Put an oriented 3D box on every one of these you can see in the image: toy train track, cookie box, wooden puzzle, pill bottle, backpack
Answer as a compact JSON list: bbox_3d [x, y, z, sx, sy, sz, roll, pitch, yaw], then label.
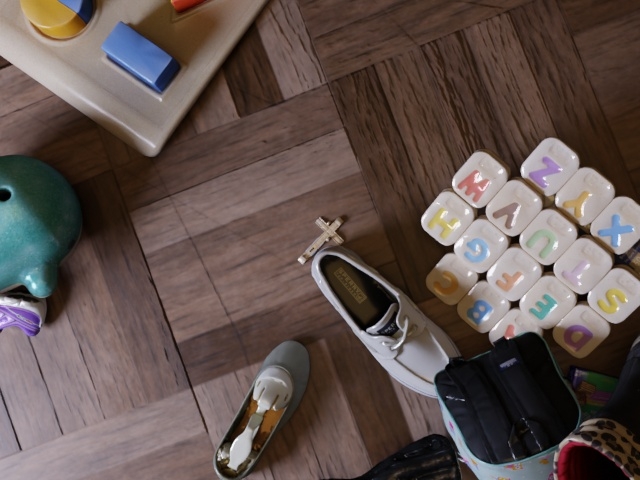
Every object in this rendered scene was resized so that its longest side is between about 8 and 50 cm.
[{"bbox_3d":[0.000,0.000,1.340,0.048,0.014,0.083,44,94,6],"label":"toy train track"},{"bbox_3d":[0.366,0.230,1.278,0.092,0.040,0.107,14,90,6],"label":"cookie box"},{"bbox_3d":[-0.269,-0.342,1.349,0.322,0.080,0.347,35,92,6],"label":"wooden puzzle"},{"bbox_3d":[0.359,-0.015,1.260,0.169,0.094,0.094,37,92,6],"label":"pill bottle"},{"bbox_3d":[0.245,0.231,1.204,0.166,0.188,0.144,-21,120,-2],"label":"backpack"}]

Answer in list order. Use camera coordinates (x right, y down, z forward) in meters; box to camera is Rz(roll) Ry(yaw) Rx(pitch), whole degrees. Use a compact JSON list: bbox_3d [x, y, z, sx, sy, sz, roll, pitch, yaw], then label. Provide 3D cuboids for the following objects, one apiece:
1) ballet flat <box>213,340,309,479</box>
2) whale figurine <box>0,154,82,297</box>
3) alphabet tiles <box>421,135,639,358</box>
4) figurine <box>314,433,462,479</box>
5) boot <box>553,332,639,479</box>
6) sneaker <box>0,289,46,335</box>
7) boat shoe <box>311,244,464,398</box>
[{"bbox_3d":[-0.078,0.237,1.313,0.072,0.068,0.213,29,91,6],"label":"ballet flat"},{"bbox_3d":[-0.447,0.001,1.294,0.216,0.141,0.272,37,69,7],"label":"whale figurine"},{"bbox_3d":[0.273,0.018,1.244,0.284,0.021,0.278,41,120,5],"label":"alphabet tiles"},{"bbox_3d":[0.093,0.386,1.255,0.210,0.092,0.214,-16,87,-9],"label":"figurine"},{"bbox_3d":[0.423,0.316,1.131,0.138,0.284,0.377,-18,96,44],"label":"boot"},{"bbox_3d":[-0.475,0.100,1.366,0.170,0.068,0.071,12,98,8],"label":"sneaker"},{"bbox_3d":[0.091,0.109,1.287,0.096,0.088,0.267,-40,86,3],"label":"boat shoe"}]
